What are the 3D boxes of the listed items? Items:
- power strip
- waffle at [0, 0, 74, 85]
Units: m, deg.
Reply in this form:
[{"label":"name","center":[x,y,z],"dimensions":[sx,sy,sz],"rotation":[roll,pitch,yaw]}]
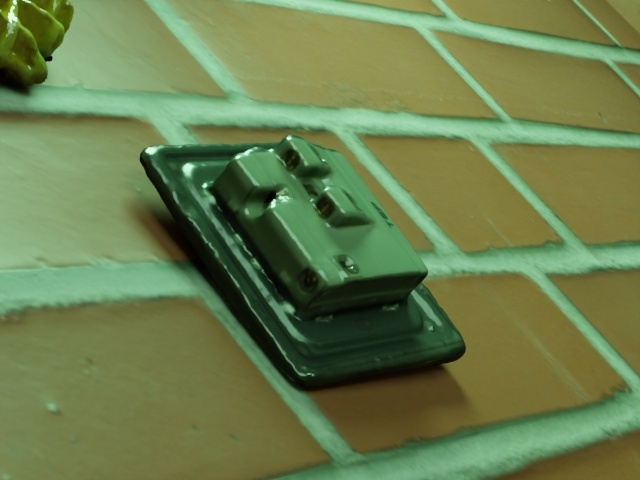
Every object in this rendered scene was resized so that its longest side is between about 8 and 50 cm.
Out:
[{"label":"power strip","center":[0.002,-0.001,1.522],"dimensions":[0.257,0.092,0.251],"rotation":[53,23,20]},{"label":"waffle","center":[-0.347,-0.256,1.505],"dimensions":[0.329,0.062,0.329],"rotation":[32,25,-17]}]
